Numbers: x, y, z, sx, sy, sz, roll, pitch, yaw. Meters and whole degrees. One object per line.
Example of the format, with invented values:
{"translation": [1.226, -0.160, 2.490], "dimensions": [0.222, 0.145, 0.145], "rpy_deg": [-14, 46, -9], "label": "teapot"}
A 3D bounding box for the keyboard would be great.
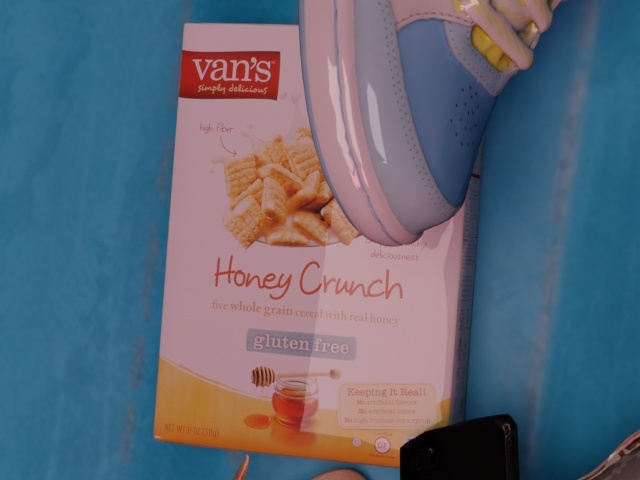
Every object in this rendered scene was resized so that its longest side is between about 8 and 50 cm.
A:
{"translation": [0.070, 0.189, 0.823], "dimensions": [0.100, 0.038, 0.192], "rpy_deg": [-16, 62, 38], "label": "keyboard"}

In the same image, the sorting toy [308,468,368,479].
{"translation": [-0.043, 0.247, 0.888], "dimensions": [0.208, 0.038, 0.193], "rpy_deg": [-28, 57, 15], "label": "sorting toy"}

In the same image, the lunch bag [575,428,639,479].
{"translation": [0.237, 0.197, 0.761], "dimensions": [0.235, 0.169, 0.287], "rpy_deg": [-38, 69, 19], "label": "lunch bag"}

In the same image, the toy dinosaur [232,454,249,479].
{"translation": [-0.083, 0.231, 0.878], "dimensions": [0.112, 0.064, 0.211], "rpy_deg": [-13, 50, 17], "label": "toy dinosaur"}

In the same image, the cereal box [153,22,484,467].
{"translation": [0.000, 0.000, 0.906], "dimensions": [0.173, 0.047, 0.240], "rpy_deg": [3, 90, 18], "label": "cereal box"}

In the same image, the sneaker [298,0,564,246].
{"translation": [0.111, -0.153, 0.783], "dimensions": [0.208, 0.127, 0.319], "rpy_deg": [-2, 70, 28], "label": "sneaker"}
